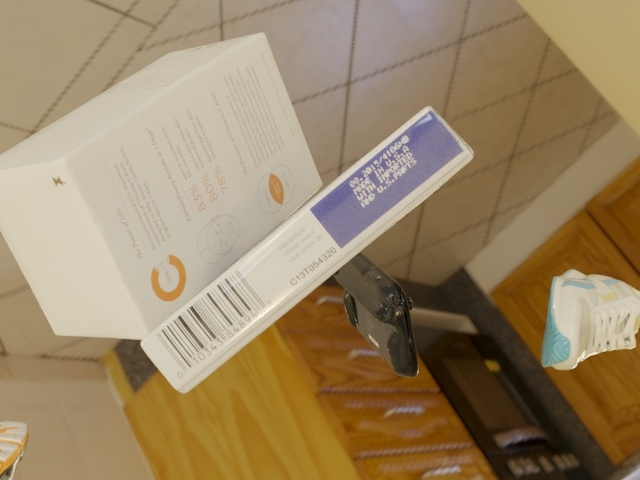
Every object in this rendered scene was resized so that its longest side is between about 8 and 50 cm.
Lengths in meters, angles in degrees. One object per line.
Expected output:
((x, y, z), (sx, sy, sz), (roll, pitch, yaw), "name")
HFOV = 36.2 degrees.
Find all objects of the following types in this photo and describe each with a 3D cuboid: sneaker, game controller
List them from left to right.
((-0.379, 0.281, 1.060), (0.084, 0.215, 0.083), (1, 123, 15), "sneaker")
((0.097, 0.118, 1.674), (0.067, 0.319, 0.166), (-22, 108, -8), "game controller")
((0.294, 0.083, 1.051), (0.229, 0.092, 0.087), (-26, 125, -62), "sneaker")

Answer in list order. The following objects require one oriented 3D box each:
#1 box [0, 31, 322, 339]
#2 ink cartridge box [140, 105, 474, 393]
((-0.183, -0.070, 1.135), (0.345, 0.168, 0.215), (-44, 121, -44), "box")
((0.000, 0.000, 0.974), (0.324, 0.071, 0.330), (-40, 180, 6), "ink cartridge box")
